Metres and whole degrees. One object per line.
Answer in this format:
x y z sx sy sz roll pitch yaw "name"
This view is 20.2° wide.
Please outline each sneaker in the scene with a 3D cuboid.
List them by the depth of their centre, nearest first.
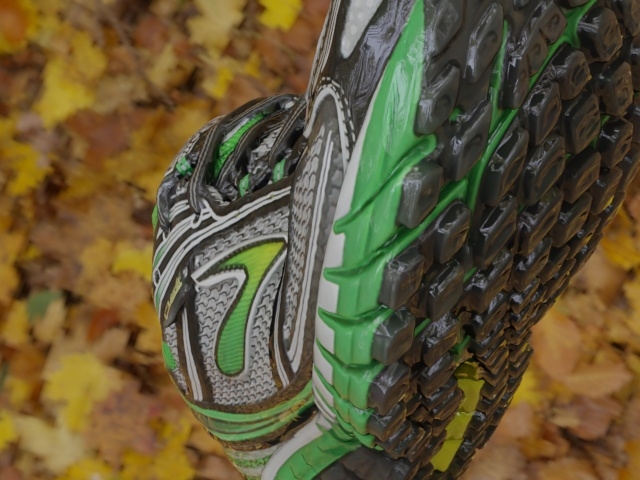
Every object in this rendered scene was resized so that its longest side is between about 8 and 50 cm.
0.000 0.000 0.595 0.146 0.343 0.134 40 59 13 "sneaker"
